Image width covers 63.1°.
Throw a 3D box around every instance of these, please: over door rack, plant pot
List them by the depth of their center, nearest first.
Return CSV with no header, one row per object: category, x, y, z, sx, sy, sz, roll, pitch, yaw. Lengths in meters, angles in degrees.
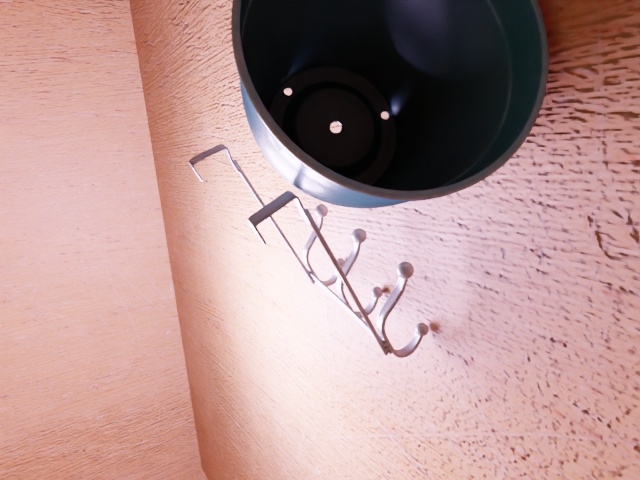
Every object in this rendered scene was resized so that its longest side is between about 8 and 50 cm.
plant pot,0.039,-0.151,0.545,0.255,0.271,0.272,149,107,-76
over door rack,0.000,0.000,0.698,0.324,0.108,0.239,46,175,-37
